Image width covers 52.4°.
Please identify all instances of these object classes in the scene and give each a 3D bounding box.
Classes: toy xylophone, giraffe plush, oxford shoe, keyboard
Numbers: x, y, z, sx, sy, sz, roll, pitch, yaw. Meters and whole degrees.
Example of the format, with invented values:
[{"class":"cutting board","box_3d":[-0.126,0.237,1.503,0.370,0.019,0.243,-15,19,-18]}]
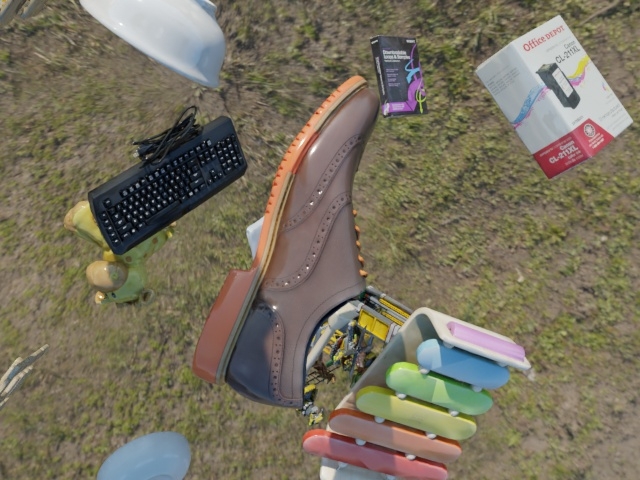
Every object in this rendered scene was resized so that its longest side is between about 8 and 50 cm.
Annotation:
[{"class":"toy xylophone","box_3d":[0.086,0.193,0.796,0.236,0.081,0.322,14,127,-11]},{"class":"giraffe plush","box_3d":[-0.370,0.036,1.201,0.210,0.181,0.170,17,73,-32]},{"class":"oxford shoe","box_3d":[0.000,0.000,0.520,0.098,0.097,0.271,23,84,7]},{"class":"keyboard","box_3d":[-0.153,-0.070,0.682,0.192,0.038,0.100,-40,121,-34]}]

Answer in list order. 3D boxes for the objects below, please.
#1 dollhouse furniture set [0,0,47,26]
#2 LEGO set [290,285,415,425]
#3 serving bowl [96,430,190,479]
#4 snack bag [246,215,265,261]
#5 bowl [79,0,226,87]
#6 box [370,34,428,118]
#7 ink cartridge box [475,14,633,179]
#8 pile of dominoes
[{"class":"dollhouse furniture set","box_3d":[-0.540,-0.456,0.992,0.161,0.242,0.212,-35,106,31]},{"class":"LEGO set","box_3d":[0.082,0.243,1.305,0.331,0.192,0.255,-3,118,-55]},{"class":"serving bowl","box_3d":[-0.151,0.206,0.571,0.083,0.027,0.083,-21,137,-20]},{"class":"snack bag","box_3d":[-0.066,0.044,1.572,0.037,0.323,0.342,9,125,31]},{"class":"bowl","box_3d":[-0.292,-0.430,1.250,0.298,0.298,0.134,31,105,-16]},{"class":"box","box_3d":[0.161,-0.331,1.317,0.116,0.029,0.162,-13,93,-41]},{"class":"ink cartridge box","box_3d":[0.304,-0.188,0.849,0.127,0.072,0.175,-34,90,-33]},{"class":"pile of dominoes","box_3d":[-0.631,0.292,1.275,0.040,0.251,0.196,37,84,-8]}]
